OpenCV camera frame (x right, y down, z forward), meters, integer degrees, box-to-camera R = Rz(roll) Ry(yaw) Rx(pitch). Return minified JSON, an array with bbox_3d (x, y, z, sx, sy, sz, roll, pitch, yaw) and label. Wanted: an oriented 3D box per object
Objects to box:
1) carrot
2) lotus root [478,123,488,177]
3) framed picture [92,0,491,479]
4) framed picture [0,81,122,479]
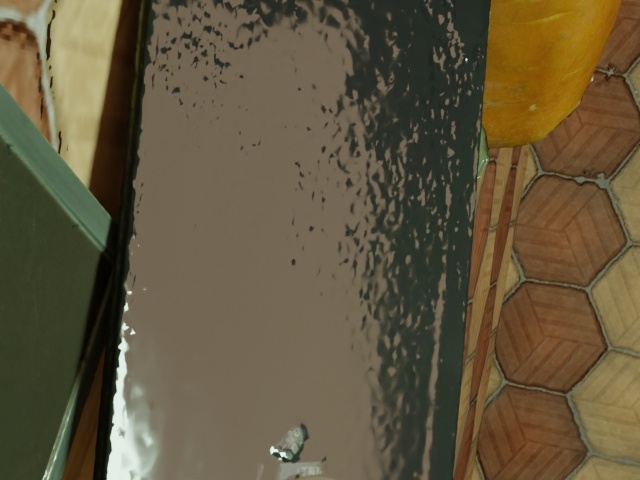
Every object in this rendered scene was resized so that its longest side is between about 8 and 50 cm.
[{"bbox_3d":[0.153,-0.244,0.979,0.331,0.193,0.214,80,14,-65],"label":"carrot"},{"bbox_3d":[0.019,0.007,0.757,0.119,0.138,0.235,61,42,-60],"label":"lotus root"},{"bbox_3d":[0.000,0.000,0.608,0.244,0.013,0.324,8,87,-46],"label":"framed picture"},{"bbox_3d":[-0.131,0.046,0.413,0.252,0.014,0.197,68,34,-67],"label":"framed picture"}]
